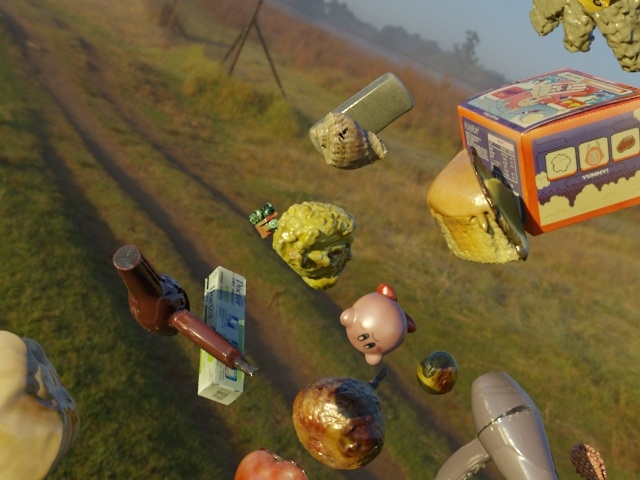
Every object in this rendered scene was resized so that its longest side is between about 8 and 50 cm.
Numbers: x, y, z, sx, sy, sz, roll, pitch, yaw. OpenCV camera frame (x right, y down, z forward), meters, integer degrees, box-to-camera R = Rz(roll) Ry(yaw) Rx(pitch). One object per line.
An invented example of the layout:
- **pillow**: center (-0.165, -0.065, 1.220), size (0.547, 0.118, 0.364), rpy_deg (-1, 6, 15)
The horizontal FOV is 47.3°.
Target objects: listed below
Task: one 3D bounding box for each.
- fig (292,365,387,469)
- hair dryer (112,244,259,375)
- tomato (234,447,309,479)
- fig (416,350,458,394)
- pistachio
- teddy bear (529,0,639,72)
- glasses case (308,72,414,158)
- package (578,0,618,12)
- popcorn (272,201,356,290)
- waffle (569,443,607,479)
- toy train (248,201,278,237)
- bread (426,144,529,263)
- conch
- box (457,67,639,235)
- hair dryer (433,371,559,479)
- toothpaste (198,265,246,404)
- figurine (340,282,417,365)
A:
- **fig**: center (0.091, 0.475, 2.137), size (0.286, 0.286, 0.368), rpy_deg (29, 46, 13)
- **hair dryer**: center (-0.269, 0.167, 1.518), size (0.341, 0.123, 0.312), rpy_deg (32, -22, 18)
- **tomato**: center (-0.110, 0.557, 1.536), size (0.112, 0.199, 0.228), rpy_deg (-17, 15, -41)
- **fig**: center (0.360, 0.407, 2.238), size (0.121, 0.136, 0.153), rpy_deg (47, -5, 31)
- **pistachio**: center (-0.727, 0.382, 1.609), size (0.446, 0.365, 0.281), rpy_deg (8, -12, 25)
- **teddy bear**: center (0.655, -0.602, 1.705), size (0.225, 0.357, 0.367), rpy_deg (6, 19, -34)
- **glasses case**: center (0.120, -0.368, 2.201), size (0.131, 0.323, 0.074), rpy_deg (50, 15, -22)
- **package**: center (0.404, -0.374, 0.997), size (0.047, 0.131, 0.071), rpy_deg (8, 40, -53)
- **popcorn**: center (0.000, 0.000, 2.019), size (0.173, 0.225, 0.286), rpy_deg (48, 1, 42)
- **waffle**: center (0.525, 0.436, 1.434), size (0.029, 0.083, 0.075), rpy_deg (-27, 4, -27)
- **toy train**: center (-0.117, -0.042, 1.573), size (0.064, 0.044, 0.103), rpy_deg (59, -20, -2)
- **bread**: center (0.309, -0.071, 1.495), size (0.204, 0.163, 0.262), rpy_deg (60, 14, -23)
- **conch**: center (0.071, -0.245, 1.867), size (0.207, 0.130, 0.155), rpy_deg (13, -21, -12)
- **box**: center (0.538, -0.218, 1.693), size (0.319, 0.256, 0.348), rpy_deg (-17, 23, -5)
- **hair dryer**: center (0.303, 0.453, 1.359), size (0.121, 0.361, 0.301), rpy_deg (6, 47, -29)
- **toothpaste**: center (-0.223, 0.212, 1.682), size (0.081, 0.067, 0.336), rpy_deg (28, 37, -29)
- **figurine**: center (0.149, 0.226, 1.958), size (0.173, 0.173, 0.173), rpy_deg (24, 13, -6)
